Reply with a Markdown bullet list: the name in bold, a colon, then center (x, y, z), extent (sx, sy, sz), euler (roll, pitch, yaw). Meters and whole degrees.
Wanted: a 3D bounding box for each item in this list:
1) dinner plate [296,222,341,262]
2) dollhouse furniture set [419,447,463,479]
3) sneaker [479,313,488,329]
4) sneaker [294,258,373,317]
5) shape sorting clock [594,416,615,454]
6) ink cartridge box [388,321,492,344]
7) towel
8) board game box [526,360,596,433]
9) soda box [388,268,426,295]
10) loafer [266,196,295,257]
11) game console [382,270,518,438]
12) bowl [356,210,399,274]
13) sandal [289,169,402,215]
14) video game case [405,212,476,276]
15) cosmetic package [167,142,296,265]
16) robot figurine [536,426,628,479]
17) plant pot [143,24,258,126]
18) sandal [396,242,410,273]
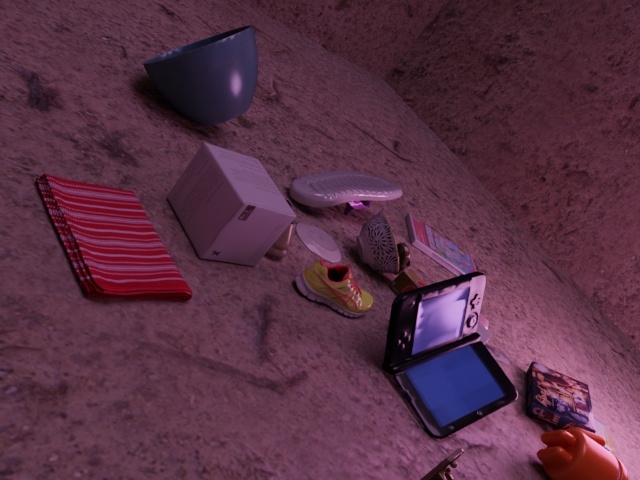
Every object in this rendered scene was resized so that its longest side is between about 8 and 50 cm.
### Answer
- **dinner plate**: center (0.000, 0.000, 1.611), extent (0.141, 0.017, 0.141), euler (32, 23, -15)
- **dollhouse furniture set**: center (0.241, 0.430, 1.053), extent (0.151, 0.123, 0.144), euler (50, 25, 23)
- **sneaker**: center (0.434, 0.214, 1.839), extent (0.070, 0.051, 0.134), euler (28, 29, -31)
- **sneaker**: center (0.049, 0.100, 1.401), extent (0.208, 0.094, 0.081), euler (23, 27, -38)
- **shape sorting clock**: center (0.694, 0.497, 1.726), extent (0.206, 0.040, 0.206), euler (27, 23, -12)
- **ink cartridge box**: center (0.290, 0.221, 1.547), extent (0.189, 0.066, 0.232), euler (45, 31, 15)
- **towel**: center (-0.342, -0.005, 1.080), extent (0.198, 0.031, 0.275), euler (9, 37, -52)
- **board game box**: center (0.630, 0.419, 1.706), extent (0.165, 0.042, 0.243), euler (23, 21, 10)
- **soda box**: center (0.262, 0.159, 1.659), extent (0.181, 0.061, 0.058), euler (50, 24, 21)
- **loafer**: center (-0.116, -0.074, 1.468), extent (0.102, 0.092, 0.269), euler (19, 31, -41)
- **game console**: center (0.291, 0.228, 1.355), extent (0.293, 0.250, 0.173), euler (-11, 26, -39)
- **bowl**: center (0.140, 0.014, 1.677), extent (0.080, 0.170, 0.170), euler (-13, 40, -7)
- **sandal**: center (0.064, -0.128, 1.851), extent (0.416, 0.102, 0.169), euler (-6, 34, -43)
- **video game case**: center (0.409, 0.033, 2.163), extent (0.285, 0.025, 0.204), euler (34, 23, -15)
- **cosmetic package**: center (-0.179, -0.069, 1.288), extent (0.151, 0.151, 0.184), euler (11, 37, -49)
- **robot figurine**: center (0.590, 0.506, 1.441), extent (0.219, 0.128, 0.158), euler (36, 16, -9)
- **plant pot**: center (-0.278, -0.409, 1.657), extent (0.290, 0.290, 0.196), euler (-78, 151, -64)
- **sandal**: center (0.214, 0.045, 1.694), extent (0.180, 0.049, 0.072), euler (118, -41, -74)
